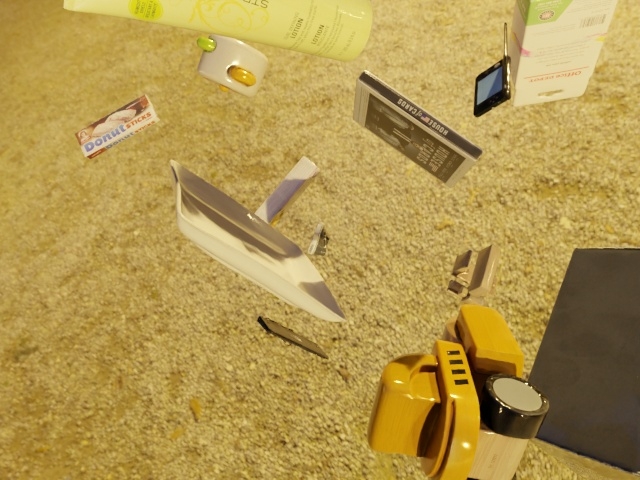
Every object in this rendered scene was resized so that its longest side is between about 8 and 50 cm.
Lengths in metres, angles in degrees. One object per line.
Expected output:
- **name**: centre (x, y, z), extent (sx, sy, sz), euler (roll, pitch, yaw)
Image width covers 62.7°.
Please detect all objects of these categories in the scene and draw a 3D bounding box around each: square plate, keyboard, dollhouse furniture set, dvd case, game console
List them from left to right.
- **square plate**: centre (-0.135, 0.002, 0.967), extent (0.049, 0.344, 0.347), euler (-51, 27, 7)
- **keyboard**: centre (-0.073, 0.237, 1.238), extent (0.038, 0.192, 0.100), euler (-55, 32, 2)
- **dvd case**: centre (0.163, -0.191, 0.938), extent (0.238, 0.179, 0.030), euler (37, 84, 6)
- **dollhouse furniture set**: centre (0.395, 0.099, 1.231), extent (0.123, 0.151, 0.144), euler (30, 61, -9)
- **game console**: centre (0.297, -0.296, 0.918), extent (0.107, 0.071, 0.122), euler (-28, 35, 43)

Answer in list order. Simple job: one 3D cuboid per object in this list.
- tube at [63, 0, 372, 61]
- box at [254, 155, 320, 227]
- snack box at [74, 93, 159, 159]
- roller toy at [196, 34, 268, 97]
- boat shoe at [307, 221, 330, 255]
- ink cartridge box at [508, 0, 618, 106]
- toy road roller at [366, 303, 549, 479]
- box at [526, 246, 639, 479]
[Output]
- **tube**: centre (-0.069, -0.195, 0.419), extent (0.240, 0.070, 0.062), euler (2, 10, -33)
- **box**: centre (-0.131, -0.133, 1.745), extent (0.067, 0.063, 0.324), euler (39, 89, 16)
- **snack box**: centre (-0.444, -0.249, 1.149), extent (0.178, 0.022, 0.064), euler (-29, 78, 0)
- **roller toy**: centre (-0.264, -0.516, 1.578), extent (0.209, 0.191, 0.146), euler (25, 99, 9)
- **boat shoe**: centre (0.000, 0.000, 1.224), extent (0.040, 0.049, 0.142), euler (21, 25, -1)
- **ink cartridge box**: centre (0.598, -0.516, 1.340), extent (0.206, 0.353, 0.119), euler (-8, 61, 8)
- **toy road roller**: centre (0.205, 0.253, 0.884), extent (0.240, 0.203, 0.330), euler (11, 24, 0)
- **box**: centre (0.755, 0.337, 1.206), extent (0.297, 0.471, 0.480), euler (1, 58, 55)
